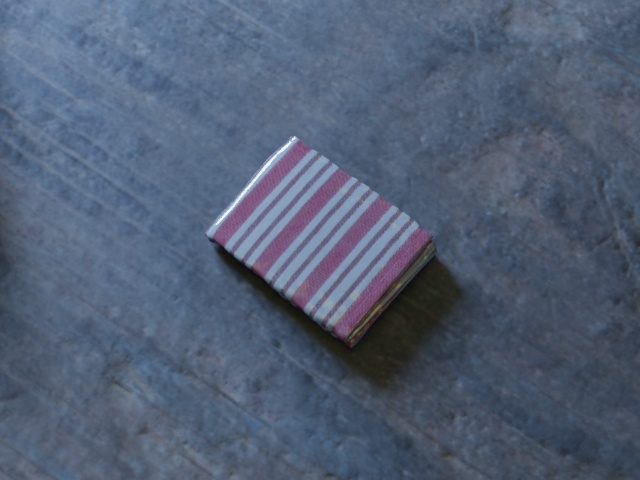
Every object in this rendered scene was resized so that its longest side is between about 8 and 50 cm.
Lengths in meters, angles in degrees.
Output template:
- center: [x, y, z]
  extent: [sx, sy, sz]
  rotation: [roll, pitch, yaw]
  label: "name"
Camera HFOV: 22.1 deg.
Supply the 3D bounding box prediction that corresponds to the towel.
- center: [0.000, 0.000, 1.635]
  extent: [0.197, 0.029, 0.144]
  rotation: [37, 73, 17]
  label: "towel"
